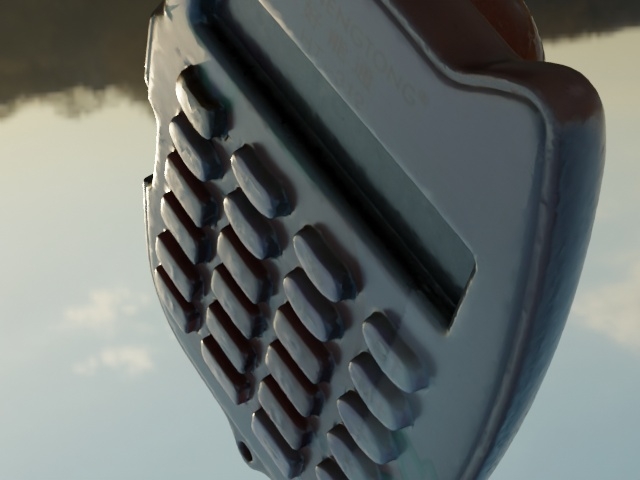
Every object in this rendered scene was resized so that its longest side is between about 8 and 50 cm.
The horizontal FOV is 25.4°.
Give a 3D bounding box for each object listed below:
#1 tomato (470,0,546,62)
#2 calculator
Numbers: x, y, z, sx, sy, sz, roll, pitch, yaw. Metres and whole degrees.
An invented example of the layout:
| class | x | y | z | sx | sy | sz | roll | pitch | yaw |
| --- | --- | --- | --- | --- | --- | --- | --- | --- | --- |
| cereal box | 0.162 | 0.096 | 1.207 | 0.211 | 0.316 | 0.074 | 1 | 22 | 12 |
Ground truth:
| class | x | y | z | sx | sy | sz | roll | pitch | yaw |
| --- | --- | --- | --- | --- | --- | --- | --- | --- | --- |
| tomato | 0.058 | -0.136 | 1.180 | 0.256 | 0.224 | 0.256 | -4 | 166 | -1 |
| calculator | 0.000 | 0.000 | 0.536 | 0.048 | 0.330 | 0.220 | -25 | -117 | -29 |
